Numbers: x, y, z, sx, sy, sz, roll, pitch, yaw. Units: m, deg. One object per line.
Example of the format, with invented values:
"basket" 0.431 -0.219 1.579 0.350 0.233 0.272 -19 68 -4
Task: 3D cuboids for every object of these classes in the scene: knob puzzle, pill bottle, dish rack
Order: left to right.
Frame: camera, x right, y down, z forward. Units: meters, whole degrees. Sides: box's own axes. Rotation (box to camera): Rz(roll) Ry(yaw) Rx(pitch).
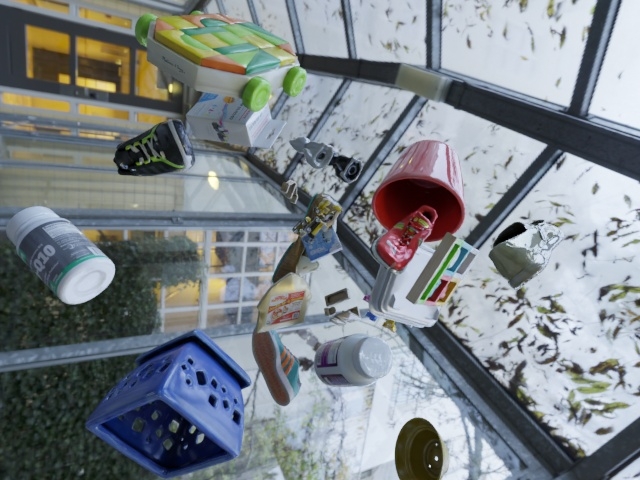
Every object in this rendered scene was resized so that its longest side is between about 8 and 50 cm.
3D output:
"pill bottle" -0.945 0.046 1.451 0.361 0.204 0.204 37 -52 16
"knob puzzle" -0.109 0.177 1.204 0.030 0.213 0.213 38 -58 44
"pill bottle" 0.109 0.402 1.341 0.301 0.170 0.169 -37 -122 59
"dish rack" 0.333 0.154 1.373 0.072 0.333 0.285 15 -95 54

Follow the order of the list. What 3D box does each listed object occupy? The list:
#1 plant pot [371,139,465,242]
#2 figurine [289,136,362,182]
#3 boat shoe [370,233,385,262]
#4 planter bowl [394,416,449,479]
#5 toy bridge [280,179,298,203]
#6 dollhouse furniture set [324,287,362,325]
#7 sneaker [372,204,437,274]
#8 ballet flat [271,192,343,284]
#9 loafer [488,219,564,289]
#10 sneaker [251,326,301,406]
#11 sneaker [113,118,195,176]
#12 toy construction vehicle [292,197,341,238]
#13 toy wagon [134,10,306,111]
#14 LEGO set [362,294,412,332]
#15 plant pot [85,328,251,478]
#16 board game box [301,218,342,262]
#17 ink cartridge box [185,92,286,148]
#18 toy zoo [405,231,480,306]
"plant pot" 0.323 -0.170 1.258 0.275 0.275 0.243 -45 -164 51
"figurine" 0.008 -0.297 1.410 0.209 0.215 0.092 43 -70 53
"boat shoe" 0.331 0.065 1.490 0.120 0.324 0.122 16 -95 57
"planter bowl" 0.336 0.679 1.257 0.217 0.091 0.217 -48 -151 39
"toy bridge" -0.108 -0.186 1.473 0.188 0.026 0.063 45 64 -80
"dollhouse furniture set" 0.070 0.271 1.693 0.144 0.123 0.151 -25 -124 21
"sneaker" 0.225 -0.019 1.033 0.107 0.279 0.118 39 -49 6
"ballet flat" -0.030 0.017 1.265 0.124 0.116 0.342 28 -91 18
"loafer" 0.408 0.004 0.800 0.092 0.269 0.102 48 -54 11
"sneaker" -0.149 0.420 1.417 0.108 0.121 0.301 -12 -82 30
"sneaker" -0.298 -0.143 0.694 0.235 0.097 0.084 -4 -70 52
"toy construction vehicle" -0.006 -0.038 0.799 0.098 0.035 0.086 -46 -162 -1
"toy wagon" -0.155 -0.360 0.762 0.267 0.344 0.068 34 -48 12
"LEGO set" 0.262 0.300 1.587 0.087 0.227 0.093 -58 171 -21
"plant pot" -0.303 0.343 0.875 0.236 0.236 0.212 -28 -155 22
"board game box" 0.000 0.000 1.056 0.020 0.090 0.090 54 11 -72
"ink cartridge box" -0.177 -0.261 0.857 0.061 0.182 0.104 82 25 -52
"toy zoo" 0.340 0.089 1.068 0.030 0.293 0.192 37 -79 33
